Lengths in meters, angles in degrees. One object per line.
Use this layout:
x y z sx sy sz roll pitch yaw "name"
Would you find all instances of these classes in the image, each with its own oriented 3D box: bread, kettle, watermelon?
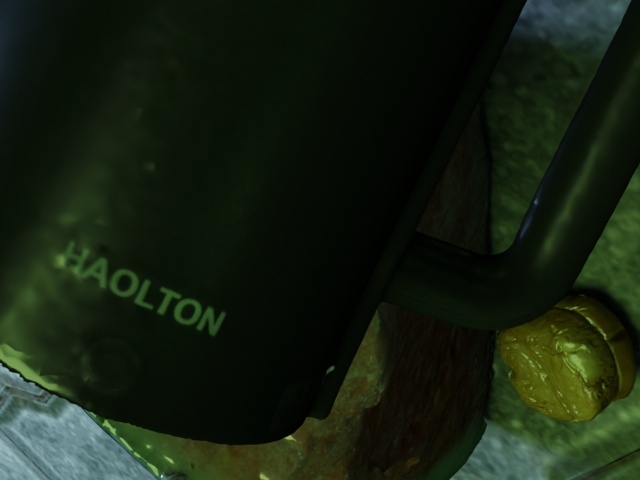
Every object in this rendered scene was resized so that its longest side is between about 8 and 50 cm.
0.139 0.065 0.835 0.081 0.046 0.083 45 147 10 "bread"
-0.004 -0.081 0.599 0.262 0.203 0.308 33 104 17 "kettle"
-0.038 0.011 0.844 0.251 0.283 0.292 11 108 19 "watermelon"
